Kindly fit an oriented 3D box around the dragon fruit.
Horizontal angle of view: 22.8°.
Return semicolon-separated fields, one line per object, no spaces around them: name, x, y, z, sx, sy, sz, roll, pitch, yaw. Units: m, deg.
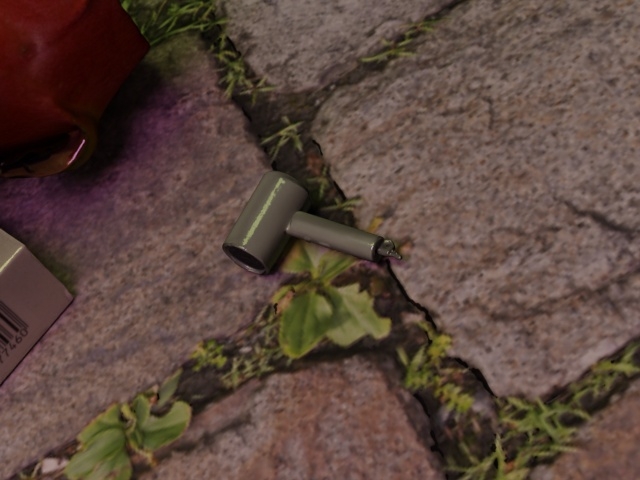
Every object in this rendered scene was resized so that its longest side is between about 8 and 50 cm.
dragon fruit;-0.296;-0.152;1.145;0.225;0.305;0.305;-51;45;-8

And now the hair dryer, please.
hair dryer;0.000;0.000;1.018;0.124;0.038;0.063;18;68;33

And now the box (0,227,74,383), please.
box;-0.316;0.038;1.162;0.256;0.069;0.164;27;73;44
